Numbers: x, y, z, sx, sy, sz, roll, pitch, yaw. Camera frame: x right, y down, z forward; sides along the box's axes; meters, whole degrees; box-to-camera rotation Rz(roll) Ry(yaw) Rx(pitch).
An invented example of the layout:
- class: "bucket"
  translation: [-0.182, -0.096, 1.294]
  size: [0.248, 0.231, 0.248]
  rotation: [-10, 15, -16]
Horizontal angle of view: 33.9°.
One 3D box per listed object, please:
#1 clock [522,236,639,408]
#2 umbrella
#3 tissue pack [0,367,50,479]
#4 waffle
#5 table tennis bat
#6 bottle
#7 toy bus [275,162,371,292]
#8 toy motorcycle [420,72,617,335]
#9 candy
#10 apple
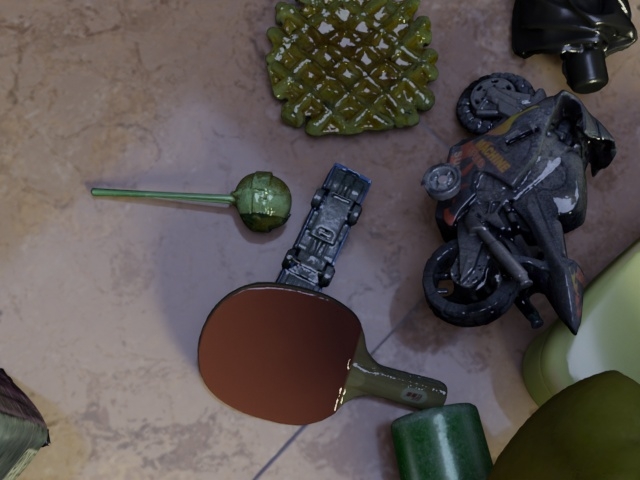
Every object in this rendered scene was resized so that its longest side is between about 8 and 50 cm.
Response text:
- class: "clock"
  translation: [0.400, 0.100, 1.037]
  size: [0.286, 0.117, 0.348]
  rotation: [43, 75, 4]
- class: "umbrella"
  translation: [0.261, -0.290, 1.123]
  size: [0.121, 0.110, 0.273]
  rotation: [-6, 82, -9]
- class: "tissue pack"
  translation: [-0.340, 0.195, 0.795]
  size: [0.259, 0.361, 0.122]
  rotation: [-43, 85, -13]
- class: "waffle"
  translation: [0.034, -0.191, 1.101]
  size: [0.183, 0.036, 0.169]
  rotation: [-4, 75, -8]
- class: "table tennis bat"
  translation: [0.004, 0.120, 1.008]
  size: [0.246, 0.022, 0.138]
  rotation: [18, 105, -10]
- class: "bottle"
  translation: [0.140, 0.317, 0.951]
  size: [0.093, 0.093, 0.330]
  rotation: [-9, 72, -9]
- class: "toy bus"
  translation: [0.000, 0.000, 1.038]
  size: [0.051, 0.061, 0.153]
  rotation: [26, 73, -2]
- class: "toy motorcycle"
  translation: [0.197, -0.048, 1.025]
  size: [0.173, 0.108, 0.307]
  rotation: [1, 58, 21]
- class: "candy"
  translation: [-0.129, -0.042, 1.046]
  size: [0.202, 0.061, 0.061]
  rotation: [3, 76, 2]
- class: "apple"
  translation: [0.266, 0.239, 0.822]
  size: [0.291, 0.254, 0.292]
  rotation: [-1, 35, 1]
